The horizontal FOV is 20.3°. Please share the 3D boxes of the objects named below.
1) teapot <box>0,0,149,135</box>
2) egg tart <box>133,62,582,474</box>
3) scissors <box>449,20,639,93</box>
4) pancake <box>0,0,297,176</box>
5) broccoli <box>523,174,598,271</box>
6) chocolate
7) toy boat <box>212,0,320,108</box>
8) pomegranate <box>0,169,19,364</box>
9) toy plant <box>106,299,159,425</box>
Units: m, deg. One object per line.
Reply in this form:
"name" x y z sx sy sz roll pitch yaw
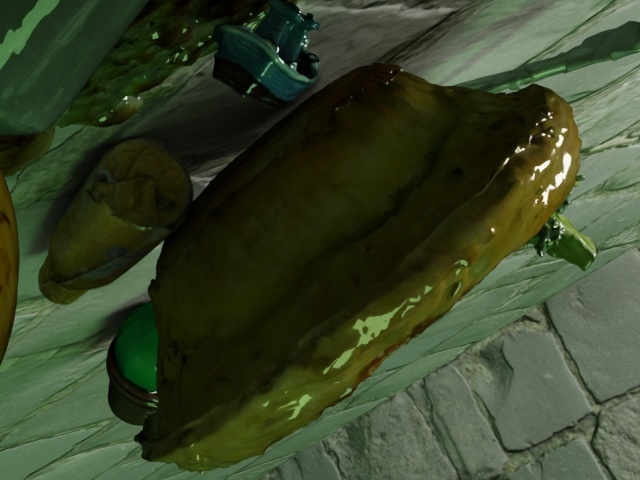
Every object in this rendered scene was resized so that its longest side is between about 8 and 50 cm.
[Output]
"teapot" -0.099 -0.165 0.711 0.225 0.171 0.203 -36 -161 8
"egg tart" 0.000 0.000 1.396 0.443 0.178 0.443 -40 -173 6
"scissors" 0.257 -0.169 1.518 0.384 0.029 0.256 -17 -166 25
"pancake" -0.065 -0.149 1.040 0.427 0.067 0.305 -34 169 18
"broccoli" 0.251 -0.027 2.060 0.167 0.160 0.154 -53 -178 42
"chocolate" -0.171 -0.003 1.404 0.086 0.085 0.219 -21 169 -31
"toy boat" -0.028 -0.114 1.064 0.061 0.060 0.137 -58 171 6
"pomegranate" -0.272 0.014 0.851 0.260 0.260 0.260 -27 168 -6
"toy plant" -0.159 0.113 1.868 0.143 0.105 0.200 -28 160 -42
